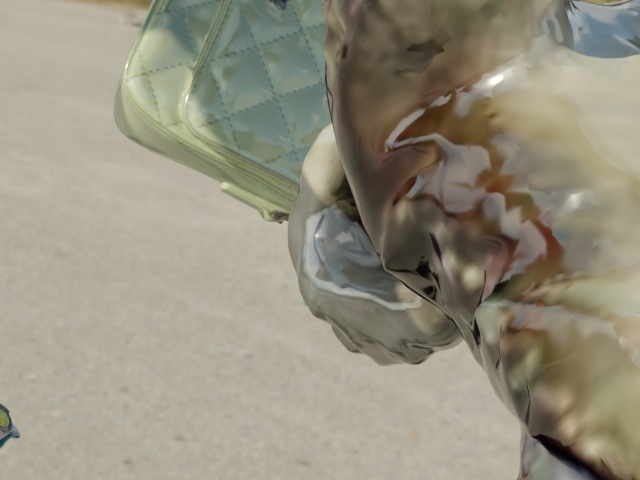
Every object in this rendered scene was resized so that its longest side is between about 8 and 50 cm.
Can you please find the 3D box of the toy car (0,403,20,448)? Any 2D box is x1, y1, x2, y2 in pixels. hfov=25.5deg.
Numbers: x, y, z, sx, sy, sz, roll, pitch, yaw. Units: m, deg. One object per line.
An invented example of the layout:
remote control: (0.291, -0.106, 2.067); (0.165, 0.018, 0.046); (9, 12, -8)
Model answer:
toy car: (-0.432, 0.198, 1.632); (0.126, 0.098, 0.161); (-33, -28, 21)

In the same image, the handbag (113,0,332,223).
handbag: (0.009, -0.131, 0.881); (0.219, 0.256, 0.079); (25, -15, -10)

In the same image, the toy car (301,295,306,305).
toy car: (0.000, 0.000, 1.413); (0.054, 0.143, 0.073); (-8, 43, -3)

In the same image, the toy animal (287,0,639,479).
toy animal: (0.086, 0.048, 0.415); (0.194, 0.344, 0.302); (7, -29, -27)
